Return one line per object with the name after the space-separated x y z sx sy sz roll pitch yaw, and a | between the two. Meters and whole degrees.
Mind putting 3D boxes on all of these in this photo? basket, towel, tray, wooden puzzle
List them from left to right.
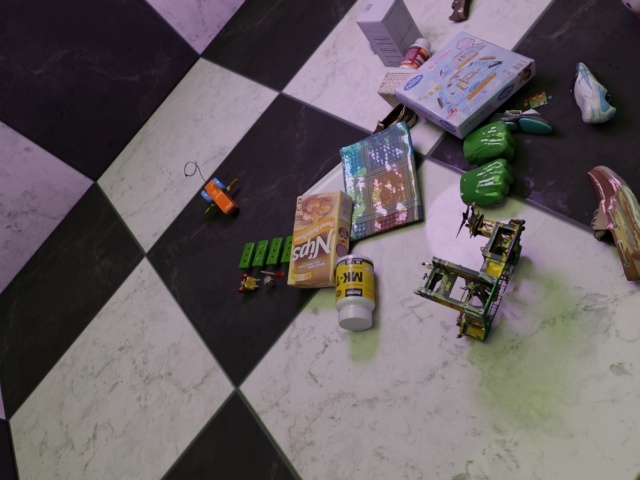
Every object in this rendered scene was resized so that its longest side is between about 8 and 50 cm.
0.049 -0.191 1.919 0.270 0.030 0.145 -39 44 11 | tray
0.197 -0.199 1.752 0.271 0.040 0.370 -18 63 30 | towel
0.303 -0.548 1.894 0.167 0.113 0.103 28 87 53 | basket
0.669 -0.431 1.606 0.083 0.006 0.049 -17 52 29 | wooden puzzle

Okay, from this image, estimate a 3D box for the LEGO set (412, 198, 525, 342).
0.369 0.077 1.324 0.192 0.255 0.331 20 82 27 | LEGO set

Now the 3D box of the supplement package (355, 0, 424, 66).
0.272 -0.801 2.002 0.134 0.244 0.139 22 76 44 | supplement package

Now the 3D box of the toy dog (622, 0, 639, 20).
1.001 -0.712 1.347 0.408 0.284 0.395 5 52 40 | toy dog

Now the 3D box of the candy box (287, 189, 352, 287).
0.000 0.000 1.747 0.183 0.087 0.316 -7 69 36 | candy box

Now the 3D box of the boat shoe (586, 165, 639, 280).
0.703 -0.046 1.239 0.116 0.123 0.324 -29 46 23 | boat shoe

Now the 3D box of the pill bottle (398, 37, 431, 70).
0.359 -0.682 1.966 0.086 0.086 0.152 13 71 43 | pill bottle

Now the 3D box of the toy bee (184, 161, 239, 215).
-0.437 -0.216 2.260 0.195 0.162 0.298 -26 73 11 | toy bee

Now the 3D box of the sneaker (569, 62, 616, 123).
0.767 -0.418 1.478 0.086 0.085 0.237 -2 53 7 | sneaker

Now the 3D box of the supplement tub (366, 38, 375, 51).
0.252 -0.836 2.168 0.107 0.071 0.071 -17 53 29 | supplement tub

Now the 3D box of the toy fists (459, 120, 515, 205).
0.502 -0.226 1.537 0.142 0.096 0.279 -18 50 48 | toy fists

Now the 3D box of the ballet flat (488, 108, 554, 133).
0.606 -0.363 1.568 0.203 0.074 0.074 12 70 45 | ballet flat

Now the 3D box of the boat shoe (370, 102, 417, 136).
0.224 -0.393 1.870 0.257 0.095 0.095 -45 44 5 | boat shoe

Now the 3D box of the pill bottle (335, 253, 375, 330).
0.105 0.158 1.574 0.119 0.119 0.208 -19 52 28 | pill bottle

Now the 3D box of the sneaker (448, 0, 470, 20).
0.537 -0.925 2.005 0.071 0.066 0.188 -1 61 39 | sneaker

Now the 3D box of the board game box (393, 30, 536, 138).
0.458 -0.512 1.690 0.319 0.066 0.318 -40 49 -3 | board game box

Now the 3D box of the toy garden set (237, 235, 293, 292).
-0.193 0.094 1.907 0.244 0.049 0.204 -8 55 33 | toy garden set
